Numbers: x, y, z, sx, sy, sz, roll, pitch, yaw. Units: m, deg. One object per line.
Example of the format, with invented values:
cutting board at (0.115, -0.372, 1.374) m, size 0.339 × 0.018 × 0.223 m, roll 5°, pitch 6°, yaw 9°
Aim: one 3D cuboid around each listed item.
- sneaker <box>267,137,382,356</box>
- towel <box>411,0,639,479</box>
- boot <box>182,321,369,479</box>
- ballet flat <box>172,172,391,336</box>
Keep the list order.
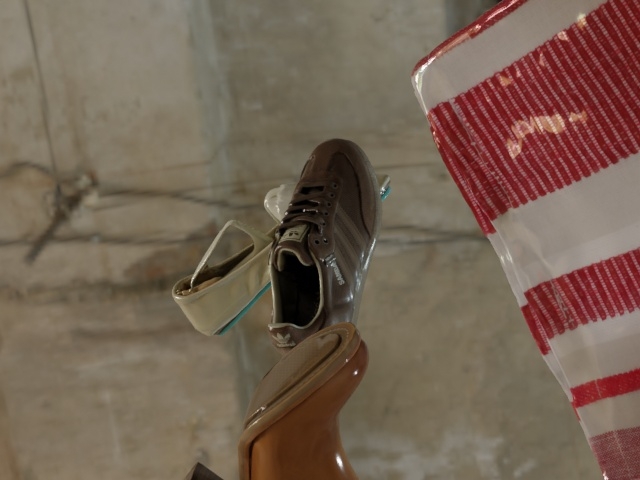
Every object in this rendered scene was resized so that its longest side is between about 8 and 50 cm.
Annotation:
sneaker at (0.000, 0.000, 0.958) m, size 0.066 × 0.071 × 0.188 m, roll -8°, pitch -117°, yaw 26°
towel at (0.186, 0.000, 0.742) m, size 0.037 × 0.329 × 0.237 m, roll -23°, pitch 176°, yaw -36°
boot at (0.010, 0.152, 0.791) m, size 0.152 × 0.197 × 0.073 m, roll 36°, pitch -154°, yaw -7°
ballet flat at (-0.045, -0.002, 1.274) m, size 0.248 × 0.086 × 0.086 m, roll -40°, pitch -159°, yaw 16°
